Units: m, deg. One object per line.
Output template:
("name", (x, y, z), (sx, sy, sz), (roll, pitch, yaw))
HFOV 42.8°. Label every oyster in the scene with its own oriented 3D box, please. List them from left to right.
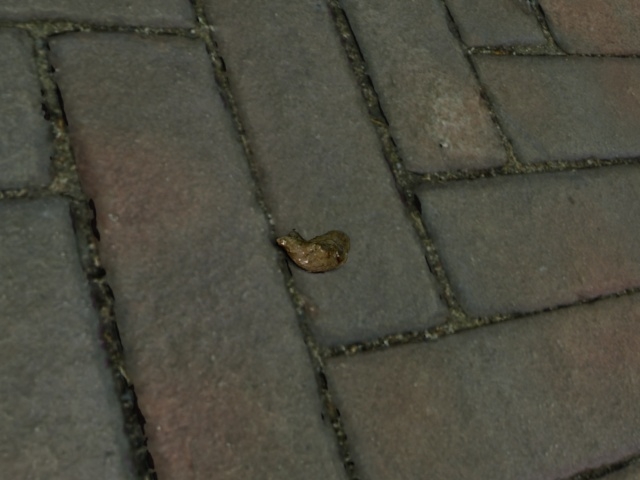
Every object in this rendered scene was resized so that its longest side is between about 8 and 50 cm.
("oyster", (0.000, 0.000, 0.971), (0.080, 0.038, 0.083), (41, 53, -1))
